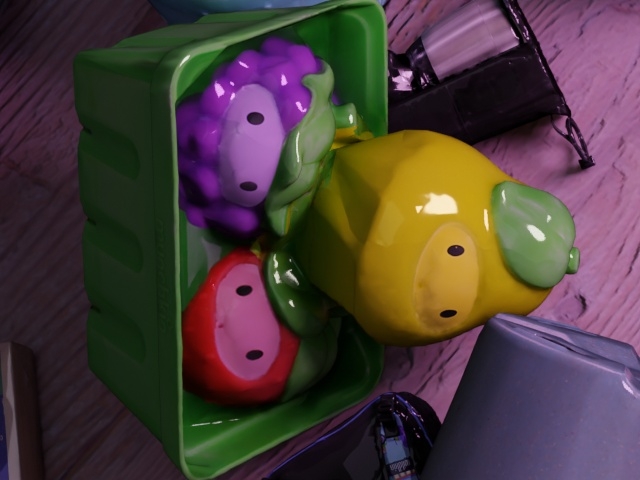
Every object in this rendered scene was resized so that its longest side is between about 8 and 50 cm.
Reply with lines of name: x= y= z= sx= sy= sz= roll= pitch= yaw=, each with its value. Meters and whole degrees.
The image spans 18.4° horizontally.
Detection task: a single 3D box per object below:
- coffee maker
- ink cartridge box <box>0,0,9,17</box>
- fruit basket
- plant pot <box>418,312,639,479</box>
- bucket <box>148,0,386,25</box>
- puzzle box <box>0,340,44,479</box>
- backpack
coffee maker: x=0.116 y=-0.111 z=1.699 sx=0.178 sy=0.120 sz=0.171 roll=-26 pitch=70 yaw=11
ink cartridge box: x=-0.503 y=-0.213 z=1.835 sx=0.385 sy=0.091 sz=0.308 roll=7 pitch=44 yaw=8
fruit basket: x=0.000 y=0.000 z=1.580 sx=0.392 sy=0.283 sz=0.392 roll=20 pitch=120 yaw=39
plant pot: x=0.190 y=0.245 z=1.426 sx=0.341 sy=0.341 sz=0.334 roll=18 pitch=95 yaw=22
bucket: x=-0.062 y=-0.298 z=1.751 sx=0.281 sy=0.183 sz=0.281 roll=-8 pitch=62 yaw=15
puzzle box: x=-0.445 y=0.261 z=1.823 sx=0.409 sy=0.052 sz=0.272 roll=-11 pitch=74 yaw=16
backpack: x=0.059 y=0.228 z=1.631 sx=0.158 sy=0.117 sz=0.173 roll=-36 pitch=81 yaw=8
